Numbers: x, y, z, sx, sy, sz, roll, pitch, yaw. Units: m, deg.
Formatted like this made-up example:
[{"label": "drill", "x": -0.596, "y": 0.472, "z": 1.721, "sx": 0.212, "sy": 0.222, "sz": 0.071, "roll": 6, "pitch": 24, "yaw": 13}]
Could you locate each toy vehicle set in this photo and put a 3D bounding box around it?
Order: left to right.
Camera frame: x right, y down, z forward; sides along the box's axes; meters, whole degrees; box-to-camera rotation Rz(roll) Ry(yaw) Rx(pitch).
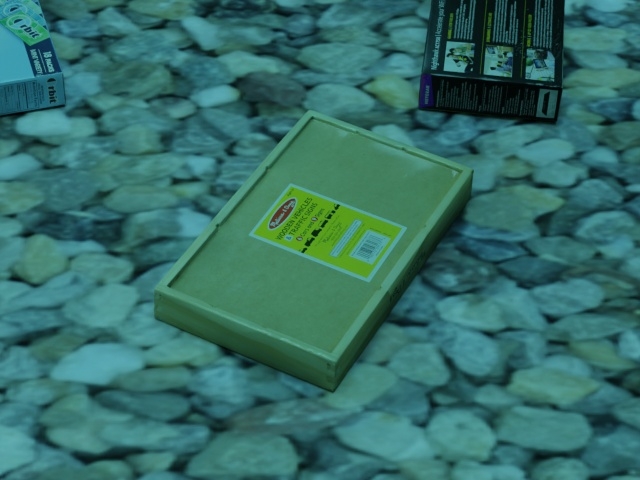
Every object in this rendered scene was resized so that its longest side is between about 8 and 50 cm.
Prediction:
[{"label": "toy vehicle set", "x": 0.000, "y": 0.000, "z": 1.384, "sx": 0.166, "sy": 0.035, "sz": 0.267, "roll": 22, "pitch": 47, "yaw": 19}]

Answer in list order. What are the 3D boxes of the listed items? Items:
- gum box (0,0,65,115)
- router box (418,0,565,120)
[{"label": "gum box", "x": -0.346, "y": -0.174, "z": 1.542, "sx": 0.184, "sy": 0.041, "sz": 0.157, "roll": -10, "pitch": 45, "yaw": -14}, {"label": "router box", "x": 0.168, "y": -0.193, "z": 1.587, "sx": 0.133, "sy": 0.046, "sz": 0.179, "roll": 7, "pitch": 44, "yaw": 4}]
